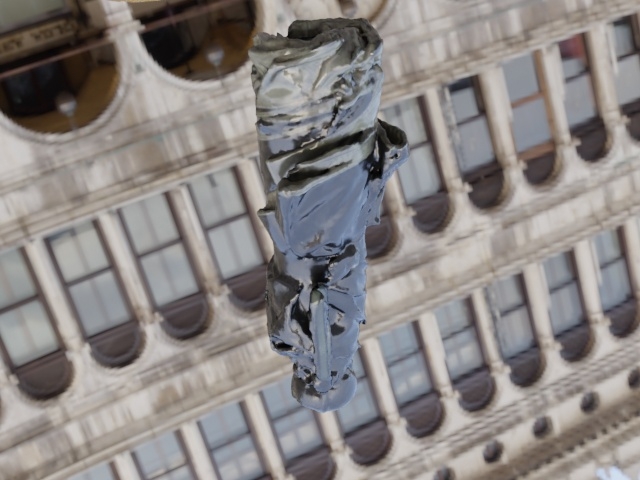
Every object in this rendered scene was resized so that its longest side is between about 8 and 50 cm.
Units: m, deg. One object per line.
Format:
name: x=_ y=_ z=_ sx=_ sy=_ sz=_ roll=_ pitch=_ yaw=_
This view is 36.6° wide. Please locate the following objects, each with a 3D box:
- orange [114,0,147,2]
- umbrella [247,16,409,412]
orange: x=-0.077 y=-0.190 z=0.399 sx=0.155 sy=0.178 sz=0.177 roll=4 pitch=-158 yaw=5
umbrella: x=0.006 y=0.000 z=0.768 sx=0.113 sy=0.358 sz=0.106 roll=-13 pitch=-146 yaw=-18
